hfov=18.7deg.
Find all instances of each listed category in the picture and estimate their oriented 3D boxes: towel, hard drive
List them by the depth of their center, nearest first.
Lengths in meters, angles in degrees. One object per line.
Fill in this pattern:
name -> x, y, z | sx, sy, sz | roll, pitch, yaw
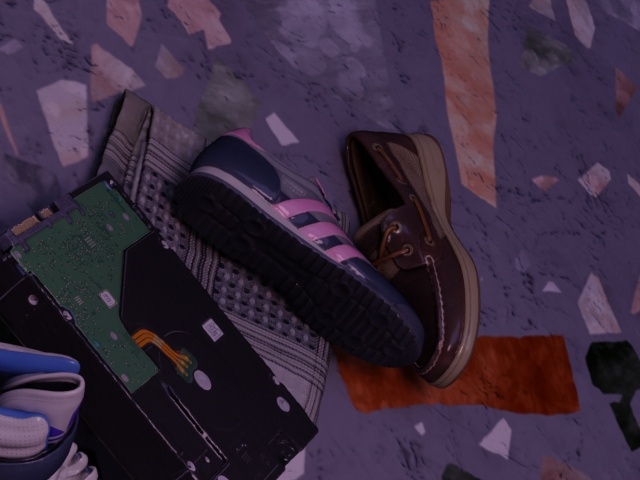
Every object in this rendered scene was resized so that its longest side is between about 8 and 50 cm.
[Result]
hard drive -> -0.163, 0.108, 1.840 | 0.339, 0.064, 0.237 | 51, 25, -2
towel -> -0.112, 0.018, 2.069 | 0.324, 0.056, 0.312 | 29, 48, -21

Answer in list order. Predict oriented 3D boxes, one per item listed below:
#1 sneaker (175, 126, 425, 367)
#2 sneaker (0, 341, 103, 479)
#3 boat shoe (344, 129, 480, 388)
sneaker -> 0.000, 0.000, 2.071 | 0.319, 0.112, 0.131 | 42, 44, -13
sneaker -> -0.240, 0.208, 1.707 | 0.322, 0.236, 0.130 | 35, 46, -16
boat shoe -> 0.089, 0.012, 2.199 | 0.123, 0.123, 0.342 | 12, 52, -27
